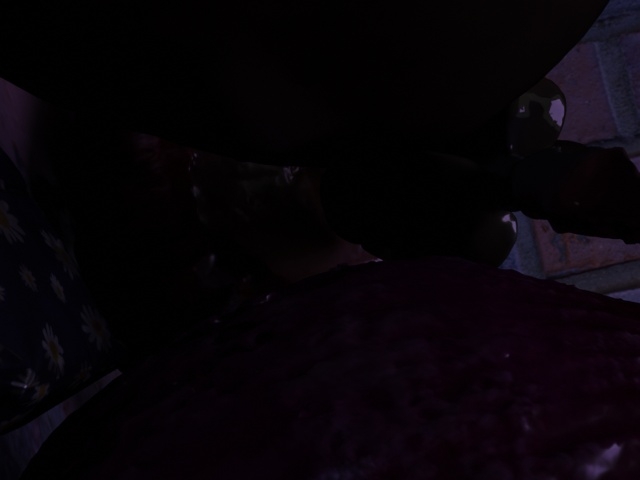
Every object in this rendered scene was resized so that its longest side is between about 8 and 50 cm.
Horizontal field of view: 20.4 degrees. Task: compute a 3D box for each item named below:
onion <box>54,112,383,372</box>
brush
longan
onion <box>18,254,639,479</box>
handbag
[{"bbox_3d":[0.000,0.000,0.823,0.272,0.195,0.272,56,10,-15],"label":"onion"},{"bbox_3d":[0.072,-0.018,0.597,0.071,0.084,0.301,52,-9,-13],"label":"brush"},{"bbox_3d":[-0.029,-0.162,0.571,0.297,0.297,0.297,-14,90,-83],"label":"longan"},{"bbox_3d":[0.041,0.072,0.551,0.159,0.349,0.267,60,-3,1],"label":"onion"},{"bbox_3d":[-0.113,-0.010,0.487,0.115,0.072,0.139,-5,78,-81],"label":"handbag"}]
